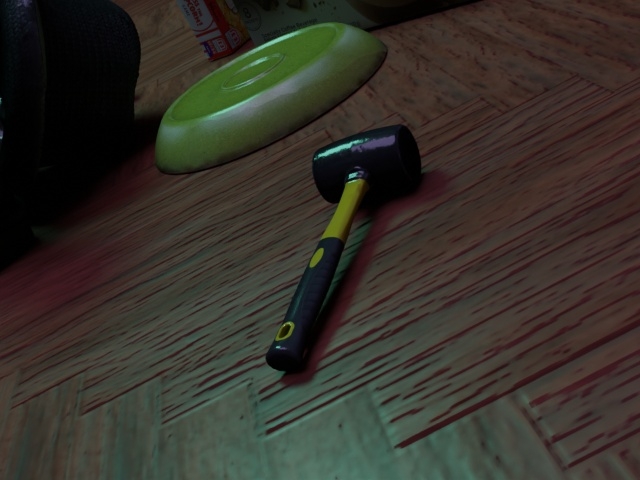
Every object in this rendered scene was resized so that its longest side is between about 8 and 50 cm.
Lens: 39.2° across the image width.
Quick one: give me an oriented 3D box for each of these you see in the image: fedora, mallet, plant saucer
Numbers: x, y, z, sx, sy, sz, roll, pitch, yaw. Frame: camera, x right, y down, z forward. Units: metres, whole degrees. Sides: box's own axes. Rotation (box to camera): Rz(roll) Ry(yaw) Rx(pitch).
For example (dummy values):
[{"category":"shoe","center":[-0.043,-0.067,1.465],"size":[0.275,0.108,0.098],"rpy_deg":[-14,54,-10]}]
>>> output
[{"category":"fedora","center":[-0.286,-0.179,0.956],"size":[0.152,0.334,0.334],"rpy_deg":[-2,10,-30]},{"category":"mallet","center":[0.000,0.000,0.491],"size":[0.062,0.039,0.190],"rpy_deg":[-9,34,34]},{"category":"plant saucer","center":[-0.056,-0.142,0.833],"size":[0.241,0.037,0.241],"rpy_deg":[-23,25,11]}]

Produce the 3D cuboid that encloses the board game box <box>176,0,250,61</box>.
[{"category":"board game box","center":[-0.116,-0.343,1.169],"size":[0.045,0.147,0.193],"rpy_deg":[-9,30,37]}]

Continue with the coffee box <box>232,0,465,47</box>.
[{"category":"coffee box","center":[0.034,-0.309,0.910],"size":[0.297,0.168,0.119],"rpy_deg":[-3,34,43]}]

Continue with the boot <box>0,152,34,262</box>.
[{"category":"boot","center":[-0.405,-0.129,0.818],"size":[0.347,0.260,0.131],"rpy_deg":[10,32,32]}]
